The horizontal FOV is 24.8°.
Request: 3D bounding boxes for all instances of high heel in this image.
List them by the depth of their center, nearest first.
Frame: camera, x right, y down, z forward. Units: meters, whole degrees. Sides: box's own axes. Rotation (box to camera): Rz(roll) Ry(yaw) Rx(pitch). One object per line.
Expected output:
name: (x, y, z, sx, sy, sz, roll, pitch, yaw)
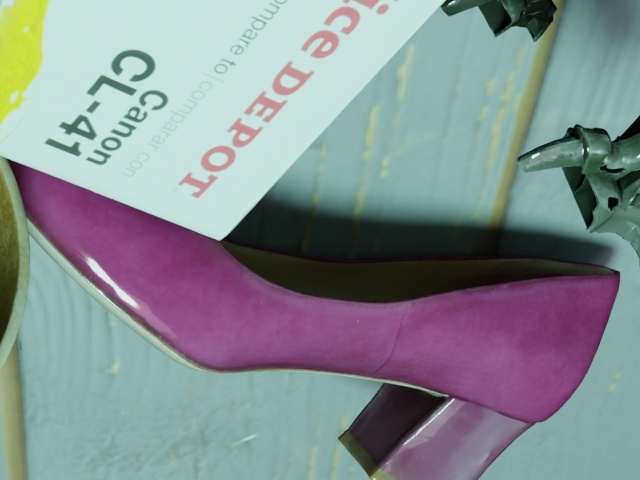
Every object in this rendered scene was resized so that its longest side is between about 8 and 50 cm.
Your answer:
high heel: (0.000, 0.000, 0.786, 0.377, 0.127, 0.181, 36, 92, -36)

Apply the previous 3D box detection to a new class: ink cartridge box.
ink cartridge box: (-0.106, -0.154, 0.537, 0.306, 0.131, 0.226, 23, 129, -31)

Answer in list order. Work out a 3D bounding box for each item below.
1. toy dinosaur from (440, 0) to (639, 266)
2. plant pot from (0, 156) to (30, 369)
toy dinosaur: (0.174, -0.119, 0.598, 0.218, 0.164, 0.322, -29, 147, 26)
plant pot: (-0.285, 0.049, 0.680, 0.237, 0.237, 0.254, 11, 148, -23)
